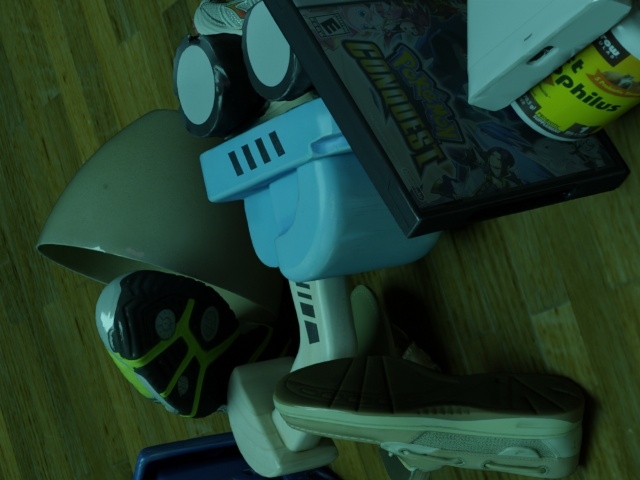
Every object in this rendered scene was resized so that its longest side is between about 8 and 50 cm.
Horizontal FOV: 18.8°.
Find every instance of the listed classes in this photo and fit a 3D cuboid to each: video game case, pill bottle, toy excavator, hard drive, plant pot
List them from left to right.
[{"bbox_3d":[-0.160,-0.039,2.203,0.284,0.284,0.191,-1,70,56],"label":"plant pot"},{"bbox_3d":[-0.106,0.357,2.271,0.212,0.236,0.236,51,139,43],"label":"plant pot"},{"bbox_3d":[0.000,0.000,1.950,0.433,0.222,0.445,-22,78,57],"label":"toy excavator"},{"bbox_3d":[0.113,-0.140,1.741,0.275,0.248,0.035,60,141,23],"label":"video game case"},{"bbox_3d":[0.190,-0.289,1.647,0.203,0.040,0.307,-37,45,54],"label":"hard drive"},{"bbox_3d":[0.253,-0.175,1.641,0.215,0.117,0.117,-39,70,54],"label":"pill bottle"}]

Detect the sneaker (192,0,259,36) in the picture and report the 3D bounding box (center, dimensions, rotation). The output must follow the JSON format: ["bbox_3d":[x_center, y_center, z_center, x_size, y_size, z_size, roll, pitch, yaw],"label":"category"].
[{"bbox_3d":[-0.060,-0.239,2.129,0.225,0.088,0.093,28,99,52],"label":"sneaker"}]

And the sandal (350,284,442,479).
[{"bbox_3d":[0.092,0.155,2.028,0.088,0.079,0.240,-57,38,42],"label":"sandal"}]

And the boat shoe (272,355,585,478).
[{"bbox_3d":[0.103,0.182,1.884,0.109,0.302,0.098,-75,-14,-61],"label":"boat shoe"}]

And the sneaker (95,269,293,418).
[{"bbox_3d":[-0.165,0.124,2.138,0.147,0.384,0.145,10,77,23],"label":"sneaker"}]
